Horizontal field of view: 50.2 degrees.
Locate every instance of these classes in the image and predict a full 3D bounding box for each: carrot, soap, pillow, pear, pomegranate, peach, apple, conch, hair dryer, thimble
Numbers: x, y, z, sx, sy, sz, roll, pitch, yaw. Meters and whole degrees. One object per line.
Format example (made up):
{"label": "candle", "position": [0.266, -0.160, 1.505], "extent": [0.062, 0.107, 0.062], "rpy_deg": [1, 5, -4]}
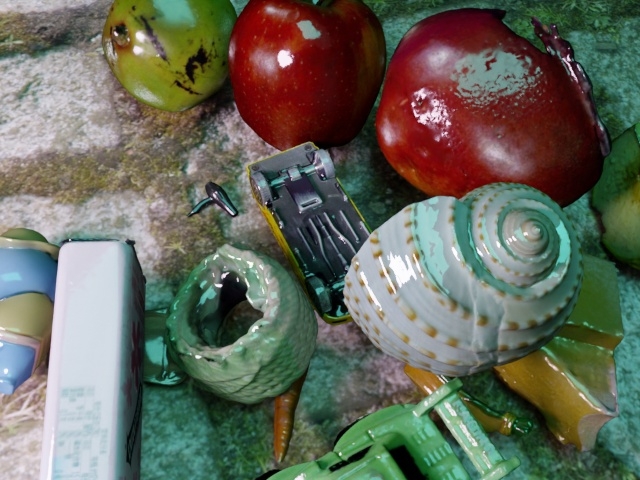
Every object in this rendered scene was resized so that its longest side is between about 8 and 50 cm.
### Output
{"label": "carrot", "position": [-0.048, 0.236, 1.015], "extent": [0.048, 0.048, 0.216], "rpy_deg": [12, 41, -1]}
{"label": "soap", "position": [0.285, 0.134, 1.085], "extent": [0.338, 0.169, 0.304], "rpy_deg": [16, 47, 2]}
{"label": "pillow", "position": [-0.308, 0.161, 1.057], "extent": [0.217, 0.033, 0.130], "rpy_deg": [1, 62, -7]}
{"label": "pear", "position": [0.667, -0.065, 1.275], "extent": [0.292, 0.159, 0.293], "rpy_deg": [4, 61, -7]}
{"label": "pomegranate", "position": [-0.248, -0.373, 1.293], "extent": [0.340, 0.260, 0.261], "rpy_deg": [-6, 55, -41]}
{"label": "peach", "position": [0.307, -0.207, 1.217], "extent": [0.416, 0.339, 0.353], "rpy_deg": [17, 94, 2]}
{"label": "apple", "position": [-0.026, -0.313, 1.221], "extent": [0.288, 0.317, 0.288], "rpy_deg": [4, 48, -4]}
{"label": "conch", "position": [0.196, 0.078, 0.925], "extent": [0.302, 0.319, 0.215], "rpy_deg": [-10, 48, -19]}
{"label": "hair dryer", "position": [-0.198, -0.057, 1.223], "extent": [0.083, 0.031, 0.079], "rpy_deg": [-38, 79, -13]}
{"label": "thimble", "position": [-0.116, 0.119, 1.010], "extent": [0.218, 0.150, 0.219], "rpy_deg": [-11, 53, 15]}

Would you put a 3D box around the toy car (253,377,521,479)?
{"label": "toy car", "position": [0.066, 0.348, 0.911], "extent": [0.358, 0.176, 0.213], "rpy_deg": [-23, 63, -20]}

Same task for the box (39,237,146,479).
{"label": "box", "position": [-0.296, 0.190, 0.924], "extent": [0.112, 0.190, 0.370], "rpy_deg": [0, 67, -8]}

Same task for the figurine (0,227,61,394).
{"label": "figurine", "position": [-0.463, 0.094, 1.004], "extent": [0.179, 0.154, 0.262], "rpy_deg": [-1, 44, 8]}

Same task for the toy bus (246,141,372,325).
{"label": "toy bus", "position": [0.000, 0.000, 1.137], "extent": [0.144, 0.152, 0.330], "rpy_deg": [-22, 61, -15]}

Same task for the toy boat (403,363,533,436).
{"label": "toy boat", "position": [0.215, 0.231, 1.053], "extent": [0.088, 0.089, 0.229], "rpy_deg": [-43, 64, -6]}
